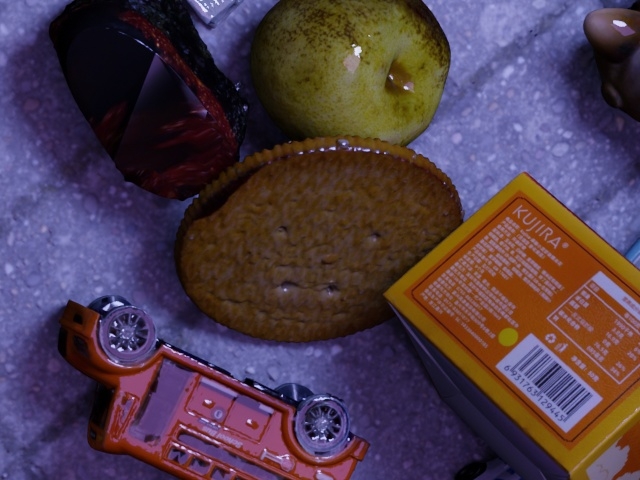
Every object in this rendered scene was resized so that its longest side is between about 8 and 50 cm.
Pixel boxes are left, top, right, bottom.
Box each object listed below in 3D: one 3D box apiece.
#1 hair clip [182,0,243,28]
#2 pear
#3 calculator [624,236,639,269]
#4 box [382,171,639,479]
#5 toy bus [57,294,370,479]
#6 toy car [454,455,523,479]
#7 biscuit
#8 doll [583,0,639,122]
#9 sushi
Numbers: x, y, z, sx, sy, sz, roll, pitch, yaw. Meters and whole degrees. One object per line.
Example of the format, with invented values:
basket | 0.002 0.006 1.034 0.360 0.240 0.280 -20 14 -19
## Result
hair clip | -0.059 -0.314 1.805 0.218 0.071 0.159 -44 105 -2
pear | 0.024 -0.177 1.808 0.197 0.197 0.197 -3 99 -17
calculator | 0.485 0.009 2.007 0.386 0.054 0.256 -38 128 -7
box | 0.252 0.126 1.819 0.214 0.283 0.259 -41 147 -6
toy bus | -0.126 0.174 1.814 0.329 0.143 0.153 27 85 -15
toy car | 0.221 0.268 1.988 0.170 0.070 0.080 -33 107 -11
biscuit | 0.000 0.000 1.812 0.305 0.038 0.305 -7 139 -6
doll | 0.433 -0.261 1.875 0.318 0.209 0.340 36 110 -17
sushi | -0.169 -0.152 1.768 0.136 0.126 0.225 -31 114 16
